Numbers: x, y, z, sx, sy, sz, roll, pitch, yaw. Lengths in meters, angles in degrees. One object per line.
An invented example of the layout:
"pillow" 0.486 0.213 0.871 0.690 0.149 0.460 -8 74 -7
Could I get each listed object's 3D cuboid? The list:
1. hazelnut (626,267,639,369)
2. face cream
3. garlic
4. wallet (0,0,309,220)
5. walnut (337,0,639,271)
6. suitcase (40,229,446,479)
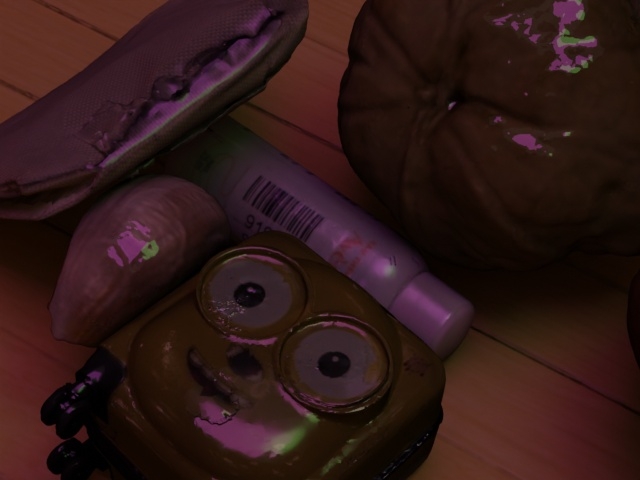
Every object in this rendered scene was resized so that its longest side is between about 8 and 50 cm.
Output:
"hazelnut" 0.375 0.074 0.950 0.372 0.372 0.315 12 94 5
"face cream" 0.000 0.000 1.128 0.269 0.082 0.082 35 57 23
"garlic" -0.119 0.002 1.057 0.087 0.101 0.195 35 25 7
"wallet" -0.146 -0.111 1.136 0.335 0.068 0.275 -38 20 -20
"walnut" 0.162 -0.106 1.107 0.277 0.282 0.253 -9 91 -41
"suitcase" -0.043 0.113 0.995 0.194 0.143 0.235 38 58 24
